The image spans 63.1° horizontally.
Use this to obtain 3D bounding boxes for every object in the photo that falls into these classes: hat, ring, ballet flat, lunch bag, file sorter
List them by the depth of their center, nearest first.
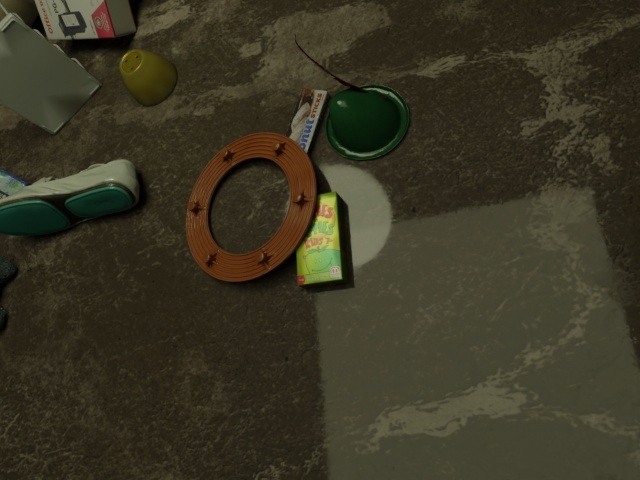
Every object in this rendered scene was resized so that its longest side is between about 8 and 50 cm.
[{"bbox_3d":[0.055,-0.274,1.023,0.209,0.183,0.172,9,78,23],"label":"hat"},{"bbox_3d":[-0.161,-0.078,1.101,0.337,0.032,0.336,-9,71,28],"label":"ring"},{"bbox_3d":[-0.614,-0.108,1.267,0.401,0.139,0.139,-12,70,12],"label":"ballet flat"},{"bbox_3d":[-0.755,-0.446,1.326,0.193,0.278,0.173,-46,63,2],"label":"file sorter"},{"bbox_3d":[-0.855,-0.124,1.371,0.151,0.096,0.128,27,82,11],"label":"lunch bag"}]

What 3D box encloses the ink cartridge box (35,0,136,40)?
[{"bbox_3d":[-0.633,-0.631,1.385,0.237,0.171,0.100,6,33,22],"label":"ink cartridge box"}]

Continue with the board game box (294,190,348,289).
[{"bbox_3d":[0.000,0.000,1.039,0.092,0.043,0.181,-9,71,18],"label":"board game box"}]

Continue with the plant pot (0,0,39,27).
[{"bbox_3d":[-0.969,-0.631,1.464,0.334,0.334,0.305,26,96,25],"label":"plant pot"}]

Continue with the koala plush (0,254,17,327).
[{"bbox_3d":[-0.898,0.115,1.239,0.203,0.221,0.196,-4,73,19],"label":"koala plush"}]

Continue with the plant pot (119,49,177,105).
[{"bbox_3d":[-0.442,-0.418,1.300,0.134,0.095,0.134,-6,73,19],"label":"plant pot"}]

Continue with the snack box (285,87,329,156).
[{"bbox_3d":[-0.036,-0.246,1.138,0.064,0.022,0.178,13,79,22],"label":"snack box"}]
